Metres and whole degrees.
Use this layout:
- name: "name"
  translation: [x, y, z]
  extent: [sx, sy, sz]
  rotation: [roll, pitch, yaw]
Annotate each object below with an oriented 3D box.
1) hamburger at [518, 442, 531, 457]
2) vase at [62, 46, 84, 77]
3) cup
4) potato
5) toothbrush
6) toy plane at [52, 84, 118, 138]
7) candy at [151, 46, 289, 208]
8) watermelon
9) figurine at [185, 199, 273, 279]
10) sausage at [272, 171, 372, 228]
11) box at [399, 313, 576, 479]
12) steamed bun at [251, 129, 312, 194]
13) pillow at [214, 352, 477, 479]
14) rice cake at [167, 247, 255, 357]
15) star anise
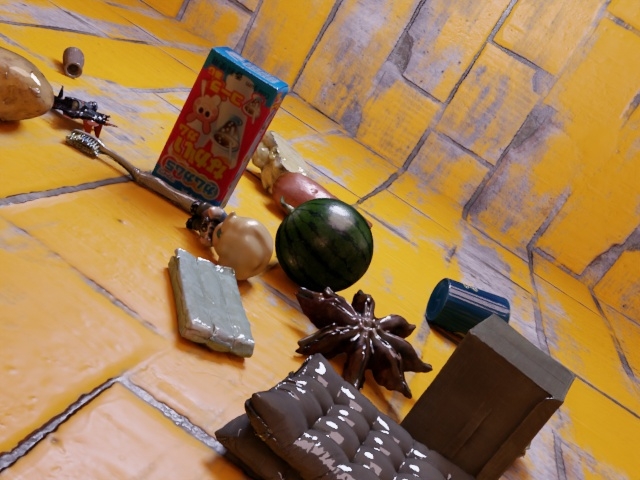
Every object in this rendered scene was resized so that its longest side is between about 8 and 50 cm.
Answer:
- name: "hamburger"
  translation: [0.304, 0.326, 1.153]
  extent: [0.133, 0.063, 0.140]
  rotation: [34, 20, 20]
- name: "vase"
  translation: [-0.620, -0.446, 1.666]
  extent: [0.053, 0.053, 0.101]
  rotation: [20, 26, -32]
- name: "cup"
  translation: [0.328, 0.165, 1.536]
  extent: [0.155, 0.131, 0.176]
  rotation: [24, -10, -11]
- name: "potato"
  translation: [-0.597, -0.293, 1.218]
  extent: [0.234, 0.128, 0.161]
  rotation: [29, 2, 4]
- name: "toothbrush"
  translation: [-0.314, -0.103, 1.308]
  extent: [0.413, 0.035, 0.042]
  rotation: [30, 39, -3]
- name: "toy plane"
  translation: [-0.519, -0.280, 1.385]
  extent: [0.189, 0.061, 0.130]
  rotation: [36, 20, 12]
- name: "candy"
  translation: [-0.206, -0.216, 1.337]
  extent: [0.157, 0.306, 0.100]
  rotation: [32, 21, 1]
- name: "watermelon"
  translation: [0.000, 0.000, 1.287]
  extent: [0.215, 0.188, 0.188]
  rotation: [49, 15, -12]
- name: "figurine"
  translation: [-0.171, -0.011, 1.191]
  extent: [0.196, 0.114, 0.108]
  rotation: [34, 17, 30]
- name: "sausage"
  translation: [-0.003, -0.070, 1.599]
  extent: [0.259, 0.114, 0.113]
  rotation: [36, 19, 9]
- name: "box"
  translation: [0.226, 0.249, 0.954]
  extent: [0.149, 0.231, 0.155]
  rotation: [39, 20, 20]
- name: "steamed bun"
  translation: [-0.103, -0.181, 1.739]
  extent: [0.192, 0.106, 0.178]
  rotation: [30, 27, -48]
- name: "pillow"
  translation: [0.053, 0.281, 0.812]
  extent: [0.326, 0.101, 0.228]
  rotation: [38, 18, 13]
- name: "rice cake"
  translation: [-0.170, 0.096, 1.018]
  extent: [0.124, 0.038, 0.211]
  rotation: [23, 21, -24]
- name: "star anise"
  translation: [0.068, 0.164, 1.144]
  extent: [0.288, 0.088, 0.288]
  rotation: [24, 31, -15]
